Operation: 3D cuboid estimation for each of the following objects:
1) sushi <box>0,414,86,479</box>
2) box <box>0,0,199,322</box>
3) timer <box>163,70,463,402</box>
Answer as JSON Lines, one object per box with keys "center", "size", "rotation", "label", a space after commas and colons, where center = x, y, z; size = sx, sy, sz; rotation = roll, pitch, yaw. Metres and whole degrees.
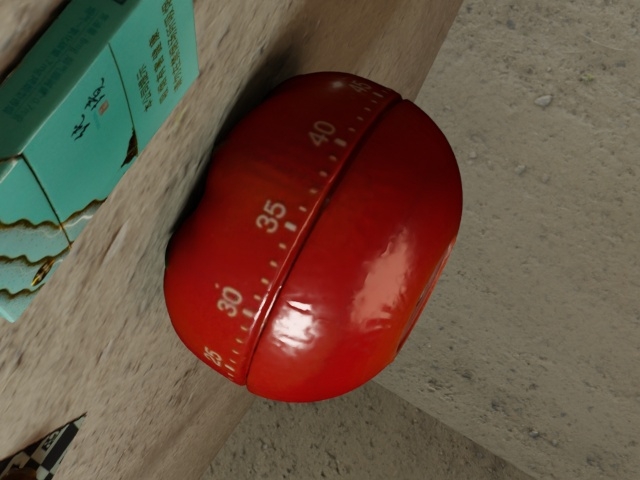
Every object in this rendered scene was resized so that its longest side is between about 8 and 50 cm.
{"center": [-0.343, 0.347, 0.990], "size": [0.292, 0.059, 0.294], "rotation": [-60, 174, 6], "label": "sushi"}
{"center": [-0.156, -0.068, 0.601], "size": [0.229, 0.041, 0.162], "rotation": [-57, 173, -19], "label": "box"}
{"center": [0.000, 0.000, 1.083], "size": [0.378, 0.279, 0.378], "rotation": [-58, 171, -15], "label": "timer"}
